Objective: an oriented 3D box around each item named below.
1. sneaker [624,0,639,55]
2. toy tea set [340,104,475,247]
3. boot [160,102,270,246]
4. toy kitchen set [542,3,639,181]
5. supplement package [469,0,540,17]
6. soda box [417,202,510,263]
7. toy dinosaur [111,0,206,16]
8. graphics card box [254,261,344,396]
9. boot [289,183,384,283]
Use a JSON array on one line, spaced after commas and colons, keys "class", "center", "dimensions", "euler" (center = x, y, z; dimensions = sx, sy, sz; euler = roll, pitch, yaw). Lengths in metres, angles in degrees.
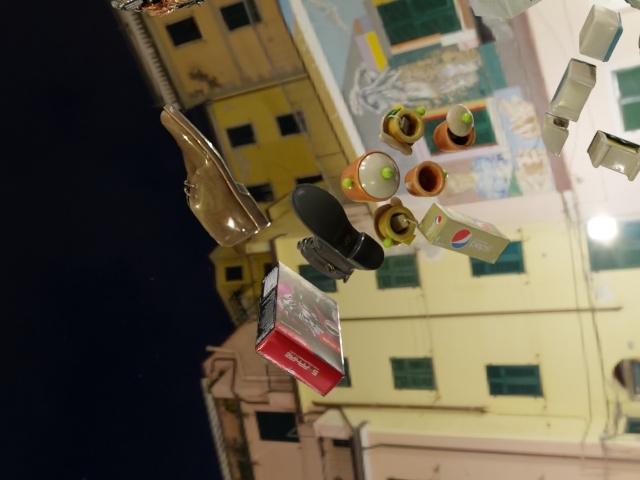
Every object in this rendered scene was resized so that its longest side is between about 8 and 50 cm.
[{"class": "sneaker", "center": [0.459, -0.323, 0.879], "dimensions": [0.110, 0.122, 0.283], "euler": [-47, -62, -23]}, {"class": "toy tea set", "center": [0.184, -0.155, 1.348], "dimensions": [0.200, 0.124, 0.336], "euler": [41, -110, -16]}, {"class": "boot", "center": [-0.226, -0.118, 1.346], "dimensions": [0.305, 0.115, 0.112], "euler": [56, -179, -20]}, {"class": "toy kitchen set", "center": [0.450, -0.224, 1.071], "dimensions": [0.122, 0.166, 0.207], "euler": [-58, -13, -55]}, {"class": "supplement package", "center": [0.448, -0.637, 1.517], "dimensions": [0.198, 0.263, 0.199], "euler": [60, 179, -23]}, {"class": "soda box", "center": [0.277, -0.012, 1.347], "dimensions": [0.181, 0.061, 0.058], "euler": [16, -155, -34]}, {"class": "toy dinosaur", "center": [-0.334, -0.547, 1.532], "dimensions": [0.218, 0.322, 0.164], "euler": [-38, -29, -20]}, {"class": "graphics card box", "center": [-0.055, 0.230, 1.913], "dimensions": [0.233, 0.094, 0.371], "euler": [36, -161, -16]}, {"class": "boot", "center": [0.000, 0.000, 1.514], "dimensions": [0.263, 0.229, 0.091], "euler": [44, -112, -12]}]
